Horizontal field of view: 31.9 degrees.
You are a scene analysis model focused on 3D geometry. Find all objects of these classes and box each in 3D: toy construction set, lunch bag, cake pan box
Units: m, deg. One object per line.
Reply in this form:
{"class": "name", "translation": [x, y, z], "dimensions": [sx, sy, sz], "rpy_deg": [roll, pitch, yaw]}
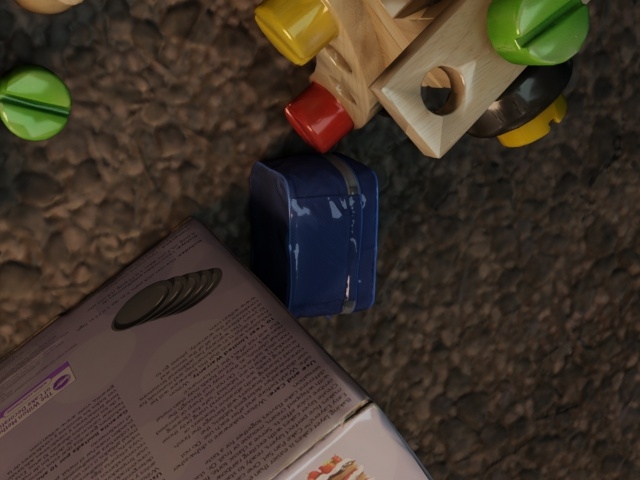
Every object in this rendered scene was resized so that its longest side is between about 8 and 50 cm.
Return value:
{"class": "toy construction set", "translation": [-0.020, -0.129, 0.497], "dimensions": [0.308, 0.237, 0.258], "rpy_deg": [-20, 114, -17]}
{"class": "lunch bag", "translation": [0.000, 0.000, 0.647], "dimensions": [0.065, 0.067, 0.099], "rpy_deg": [-7, 111, -22]}
{"class": "cake pan box", "translation": [-0.112, 0.123, 0.536], "dimensions": [0.267, 0.245, 0.070], "rpy_deg": [-39, 118, -9]}
